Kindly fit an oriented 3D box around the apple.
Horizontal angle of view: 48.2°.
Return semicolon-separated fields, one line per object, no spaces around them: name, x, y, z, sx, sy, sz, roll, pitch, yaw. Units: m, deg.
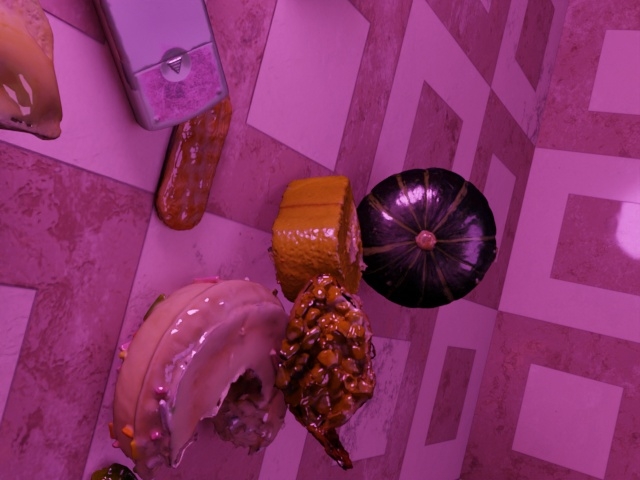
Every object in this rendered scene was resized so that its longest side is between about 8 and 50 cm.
apple;-0.377;-0.213;0.695;0.265;0.120;0.193;16;73;-63

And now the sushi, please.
sushi;0.011;0.208;1.186;0.179;0.167;0.296;-124;-131;-89

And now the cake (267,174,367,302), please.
cake;0.000;0.000;1.334;0.260;0.156;0.179;-72;156;-54

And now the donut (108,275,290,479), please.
donut;-0.175;0.205;1.148;0.371;0.150;0.307;14;89;-61

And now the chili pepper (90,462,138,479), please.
chili pepper;-0.295;0.427;1.110;0.072;0.073;0.204;-61;150;-53

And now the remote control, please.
remote control;-0.224;-0.316;0.940;0.145;0.050;0.344;-30;129;-24

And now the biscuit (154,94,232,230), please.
biscuit;-0.192;-0.135;1.119;0.118;0.029;0.247;23;80;-60

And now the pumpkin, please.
pumpkin;0.228;-0.006;1.587;0.241;0.323;0.323;-53;149;-76
